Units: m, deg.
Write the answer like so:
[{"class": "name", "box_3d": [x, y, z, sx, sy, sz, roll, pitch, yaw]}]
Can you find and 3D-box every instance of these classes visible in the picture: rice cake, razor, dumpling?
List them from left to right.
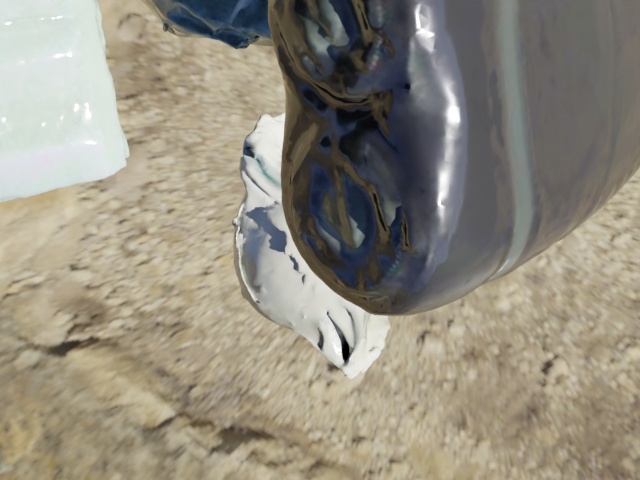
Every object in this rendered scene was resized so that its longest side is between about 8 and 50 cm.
[{"class": "rice cake", "box_3d": [-0.195, -0.057, 0.553, 0.237, 0.043, 0.127, -13, 116, -16]}, {"class": "dumpling", "box_3d": [0.000, 0.000, 0.996, 0.108, 0.127, 0.188, -21, 94, 25]}, {"class": "razor", "box_3d": [0.103, -0.104, 0.733, 0.113, 0.349, 0.204, 6, 113, 33]}]

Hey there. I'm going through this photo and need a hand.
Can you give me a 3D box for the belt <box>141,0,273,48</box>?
[{"class": "belt", "box_3d": [-0.037, -0.247, 0.958, 0.207, 0.150, 0.258, 31, 87, -5]}]
